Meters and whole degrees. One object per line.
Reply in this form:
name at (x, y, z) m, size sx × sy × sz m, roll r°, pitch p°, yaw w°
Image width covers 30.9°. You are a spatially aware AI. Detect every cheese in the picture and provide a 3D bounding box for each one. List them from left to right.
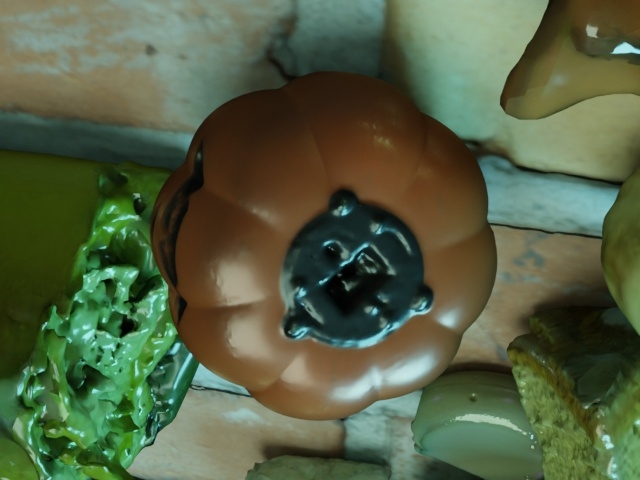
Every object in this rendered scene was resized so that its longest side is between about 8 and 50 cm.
cheese at (0.150, 0.143, 0.828) m, size 0.171 × 0.047 × 0.092 m, roll 19°, pitch 139°, yaw -2°

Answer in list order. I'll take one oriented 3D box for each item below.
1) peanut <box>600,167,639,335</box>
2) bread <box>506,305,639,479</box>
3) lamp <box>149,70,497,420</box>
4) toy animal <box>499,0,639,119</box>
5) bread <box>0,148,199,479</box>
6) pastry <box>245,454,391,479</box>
peanut at (0.303, 0.035, 0.596) m, size 0.319 × 0.147 × 0.147 m, roll 17°, pitch 138°, yaw 6°
bread at (0.172, 0.120, 0.705) m, size 0.127 × 0.152 × 0.147 m, roll -7°, pitch 106°, yaw 26°
lamp at (0.000, 0.000, 0.640) m, size 0.188 × 0.164 × 0.187 m, roll -2°, pitch 102°, yaw -11°
toy animal at (0.253, -0.079, 0.449) m, size 0.338 × 0.191 × 0.216 m, roll 16°, pitch 126°, yaw 7°
bread at (-0.259, 0.058, 0.773) m, size 0.377 × 0.208 × 0.251 m, roll 9°, pitch 133°, yaw 15°
pastry at (0.006, 0.275, 0.992) m, size 0.121 × 0.089 × 0.258 m, roll 14°, pitch 136°, yaw 22°
